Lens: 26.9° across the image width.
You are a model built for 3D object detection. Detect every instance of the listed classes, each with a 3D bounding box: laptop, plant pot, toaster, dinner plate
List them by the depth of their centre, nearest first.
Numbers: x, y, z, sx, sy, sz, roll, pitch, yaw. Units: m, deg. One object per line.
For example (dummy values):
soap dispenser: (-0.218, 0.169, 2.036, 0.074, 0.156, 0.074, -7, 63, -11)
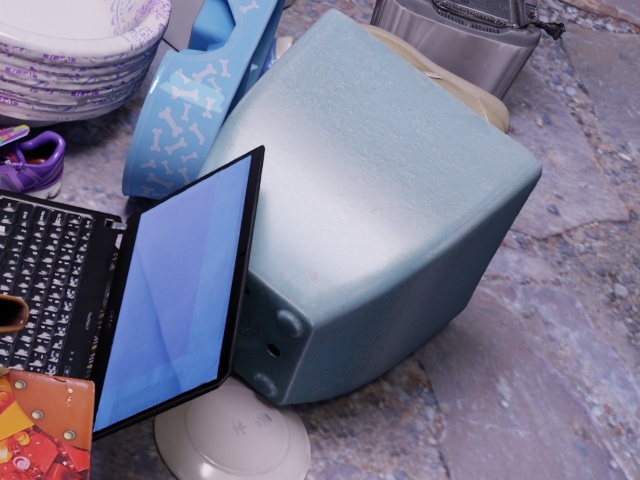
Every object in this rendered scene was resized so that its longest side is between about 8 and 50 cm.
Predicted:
laptop: (-0.195, 0.022, 1.012, 0.264, 0.137, 0.234, 13, 47, -8)
dinner plate: (-0.073, 0.166, 1.148, 0.141, 0.017, 0.141, 16, 42, -14)
plant pot: (0.000, 0.000, 1.198, 0.247, 0.248, 0.252, 38, 54, 13)
toaster: (0.157, -0.236, 1.576, 0.227, 0.146, 0.129, 15, 43, -12)

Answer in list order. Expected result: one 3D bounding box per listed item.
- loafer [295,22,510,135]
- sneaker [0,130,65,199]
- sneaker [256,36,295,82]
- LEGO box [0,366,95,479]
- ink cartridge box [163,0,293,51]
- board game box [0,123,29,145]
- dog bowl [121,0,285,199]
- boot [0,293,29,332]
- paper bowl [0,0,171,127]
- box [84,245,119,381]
loafer: (0.091, -0.159, 1.498, 0.268, 0.102, 0.092, 21, 36, -7)
sneaker: (-0.303, -0.059, 1.219, 0.068, 0.071, 0.170, 40, 44, 15)
sneaker: (-0.070, -0.150, 1.446, 0.084, 0.058, 0.152, -3, 69, 10)
LEGO box: (-0.405, 0.236, 0.772, 0.500, 0.193, 0.372, 12, 43, -16)
ink cartridge box: (-0.134, -0.320, 1.559, 0.153, 0.087, 0.208, 39, 42, 13)
board game box: (-0.346, -0.091, 1.197, 0.133, 0.033, 0.168, 2, 24, 41)
dog bowl: (-0.108, -0.160, 1.321, 0.074, 0.166, 0.297, 20, 54, -1)
boot: (-0.320, 0.020, 0.903, 0.280, 0.264, 0.096, 5, 78, 21)
paper bowl: (-0.302, -0.223, 1.317, 0.284, 0.148, 0.284, 19, 39, -16)
box: (-0.229, 0.079, 1.108, 0.180, 0.077, 0.147, -23, 61, -39)
